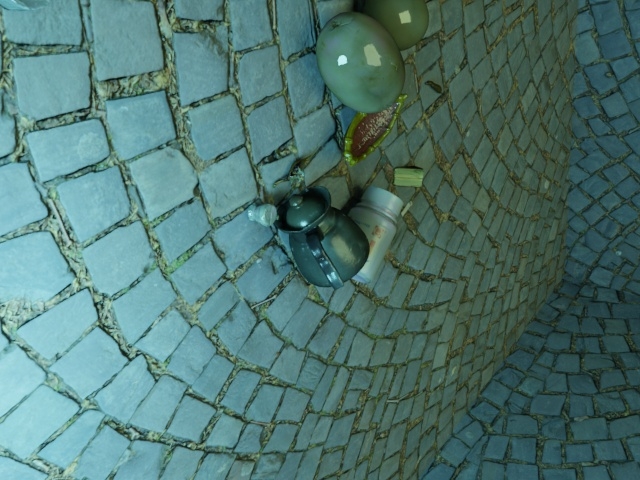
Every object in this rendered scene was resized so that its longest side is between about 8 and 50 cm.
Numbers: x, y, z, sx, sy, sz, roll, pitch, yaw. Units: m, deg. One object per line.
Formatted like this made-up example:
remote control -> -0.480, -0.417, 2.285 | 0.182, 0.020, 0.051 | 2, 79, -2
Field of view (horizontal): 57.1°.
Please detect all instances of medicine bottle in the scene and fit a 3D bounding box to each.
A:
medicine bottle -> 0.150, -0.021, 1.908 | 0.170, 0.170, 0.292 | 38, 76, -50

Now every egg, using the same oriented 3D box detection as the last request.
egg -> 0.223, -0.654, 1.731 | 0.242, 0.186, 0.185 | -18, 118, -57

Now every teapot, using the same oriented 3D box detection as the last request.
teapot -> -0.154, -0.072, 1.604 | 0.083, 0.064, 0.063 | 16, 86, -57
teapot -> -0.019, 0.000, 1.665 | 0.285, 0.224, 0.305 | 56, 38, -35

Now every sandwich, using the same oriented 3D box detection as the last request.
sandwich -> 0.306, -0.235, 2.143 | 0.117, 0.074, 0.074 | 2, 106, -18

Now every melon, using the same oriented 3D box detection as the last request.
melon -> 0.114, -0.488, 1.633 | 0.317, 0.223, 0.222 | 40, 73, -49

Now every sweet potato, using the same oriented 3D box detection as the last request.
sweet potato -> 0.415, -0.559, 2.133 | 0.115, 0.026, 0.026 | 14, 93, -49

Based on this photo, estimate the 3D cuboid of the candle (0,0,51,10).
candle -> -0.526, -0.490, 0.983 | 0.192, 0.068, 0.168 | 32, 78, -55

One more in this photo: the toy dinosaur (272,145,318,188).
toy dinosaur -> -0.065, -0.198, 1.684 | 0.180, 0.037, 0.058 | -51, 142, -23

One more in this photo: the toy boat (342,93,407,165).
toy boat -> 0.151, -0.338, 1.780 | 0.318, 0.099, 0.141 | -52, 131, -24
